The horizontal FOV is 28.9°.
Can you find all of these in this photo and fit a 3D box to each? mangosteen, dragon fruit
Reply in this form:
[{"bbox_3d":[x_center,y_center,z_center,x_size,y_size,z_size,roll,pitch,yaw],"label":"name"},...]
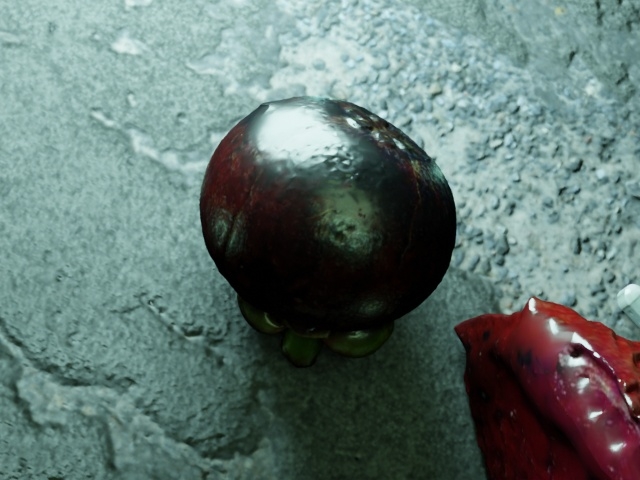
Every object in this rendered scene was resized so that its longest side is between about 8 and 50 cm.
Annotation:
[{"bbox_3d":[-0.003,-0.011,1.024,0.216,0.216,0.216,4,70,-11],"label":"mangosteen"},{"bbox_3d":[0.246,0.202,0.962,0.302,0.330,0.240,23,89,-6],"label":"dragon fruit"}]

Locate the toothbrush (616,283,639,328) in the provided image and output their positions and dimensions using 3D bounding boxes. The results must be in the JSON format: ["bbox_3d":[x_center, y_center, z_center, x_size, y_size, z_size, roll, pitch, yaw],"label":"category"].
[{"bbox_3d":[0.394,0.171,1.127,0.342,0.025,0.030,47,61,6],"label":"toothbrush"}]
